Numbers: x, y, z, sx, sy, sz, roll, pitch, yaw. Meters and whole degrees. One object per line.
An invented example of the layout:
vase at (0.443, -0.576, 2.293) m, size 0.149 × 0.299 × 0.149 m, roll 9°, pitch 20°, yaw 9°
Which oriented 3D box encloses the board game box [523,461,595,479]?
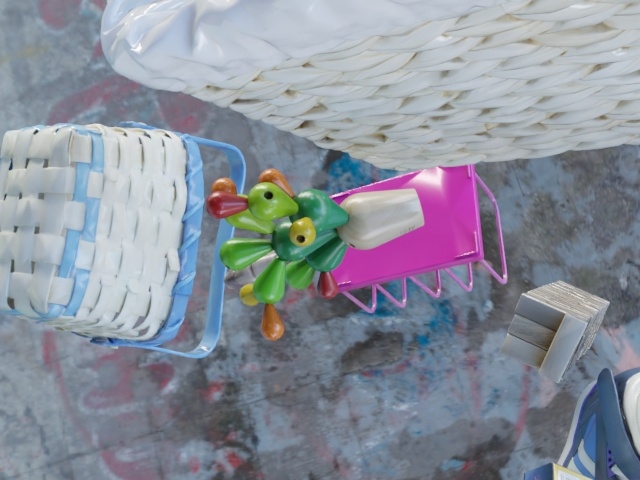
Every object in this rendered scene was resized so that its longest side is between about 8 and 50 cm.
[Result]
board game box at (0.281, 0.312, 0.668) m, size 0.243 × 0.042 × 0.165 m, roll 25°, pitch 52°, yaw -14°

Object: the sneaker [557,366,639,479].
sneaker at (0.398, 0.319, 0.993) m, size 0.130 × 0.236 × 0.322 m, roll 17°, pitch 77°, yaw -5°

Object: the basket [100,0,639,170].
basket at (0.097, -0.222, 0.421) m, size 0.331 × 0.266 × 0.328 m, roll -5°, pitch 75°, yaw 36°

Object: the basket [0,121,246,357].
basket at (-0.198, -0.009, 0.837) m, size 0.201 × 0.289 × 0.254 m, roll 2°, pitch 81°, yaw 41°

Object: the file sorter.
file sorter at (0.184, 0.005, 1.473) m, size 0.291 × 0.182 × 0.202 m, roll -15°, pitch 59°, yaw 26°

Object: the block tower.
block tower at (0.355, 0.124, 1.162) m, size 0.097 × 0.335 × 0.091 m, roll 24°, pitch 100°, yaw 22°

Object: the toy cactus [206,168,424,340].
toy cactus at (0.000, 0.000, 0.673) m, size 0.181 × 0.219 × 0.112 m, roll -15°, pitch 59°, yaw 2°

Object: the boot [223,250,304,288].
boot at (-0.058, 0.024, 0.891) m, size 0.087 × 0.118 × 0.042 m, roll -23°, pitch 88°, yaw 19°
